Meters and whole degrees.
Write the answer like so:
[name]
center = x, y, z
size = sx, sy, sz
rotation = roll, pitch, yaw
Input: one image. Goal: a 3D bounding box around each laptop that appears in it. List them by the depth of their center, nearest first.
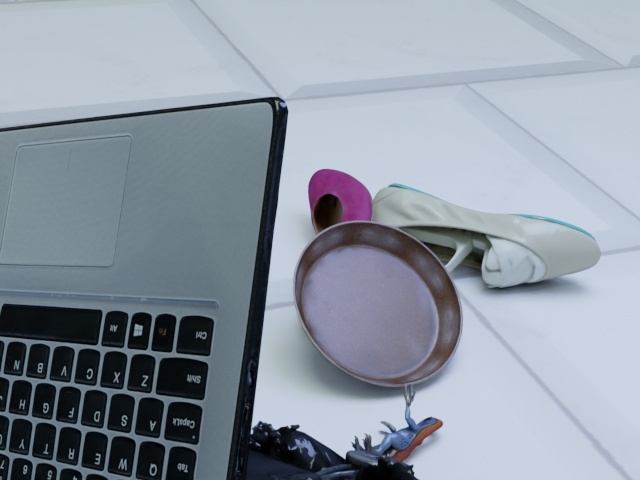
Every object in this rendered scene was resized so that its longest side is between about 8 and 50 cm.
[laptop]
center = -0.252, 0.106, 0.613
size = 0.382, 0.408, 0.236
rotation = 0, -10, 41

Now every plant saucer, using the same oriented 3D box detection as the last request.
[plant saucer]
center = 0.050, 0.061, 1.068
size = 0.168, 0.029, 0.168
rotation = 11, 58, -18

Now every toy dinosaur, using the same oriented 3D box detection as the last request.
[toy dinosaur]
center = 0.068, 0.168, 0.958
size = 0.082, 0.047, 0.090
rotation = 1, 61, -23

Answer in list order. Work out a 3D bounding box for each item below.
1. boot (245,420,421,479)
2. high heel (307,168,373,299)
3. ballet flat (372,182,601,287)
[boot]
center = 0.035, 0.209, 0.732
size = 0.445, 0.367, 0.146
rotation = 1, 64, 40
[high heel]
center = 0.000, 0.000, 1.190
size = 0.117, 0.082, 0.244
rotation = 1, 40, -24
[ballet flat]
center = 0.162, 0.009, 1.209
size = 0.248, 0.086, 0.086
rotation = 14, 31, 20
